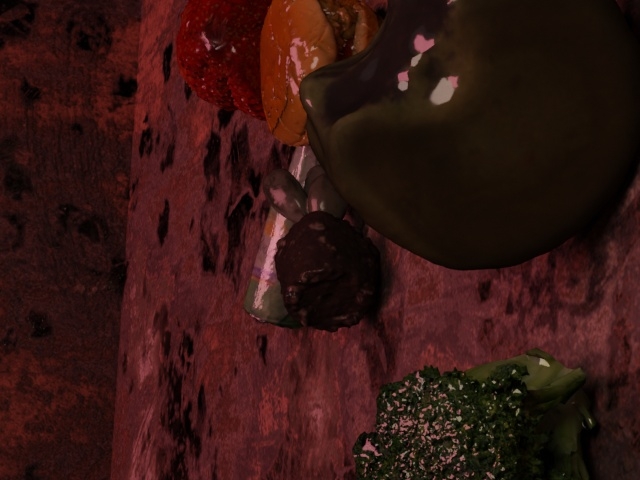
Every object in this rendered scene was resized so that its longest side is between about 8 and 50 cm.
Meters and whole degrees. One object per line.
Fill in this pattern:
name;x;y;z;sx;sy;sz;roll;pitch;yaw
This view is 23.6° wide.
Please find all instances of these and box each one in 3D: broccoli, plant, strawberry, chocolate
broccoli;0.183;0.242;1.563;0.308;0.275;0.308;37;153;23
plant;0.002;0.002;2.232;0.149;0.146;0.274;-46;36;29
strawberry;-0.122;-0.323;2.461;0.288;0.250;0.239;3;-79;-70
chocolate;-0.044;-0.013;2.415;0.110;0.110;0.291;-138;59;-65

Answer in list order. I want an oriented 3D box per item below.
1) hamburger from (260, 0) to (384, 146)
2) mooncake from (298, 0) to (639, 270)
hamburger;-0.001;-0.249;2.271;0.244;0.163;0.244;-174;90;-67
mooncake;0.163;-0.148;1.584;0.187;0.351;0.351;-117;39;-59
